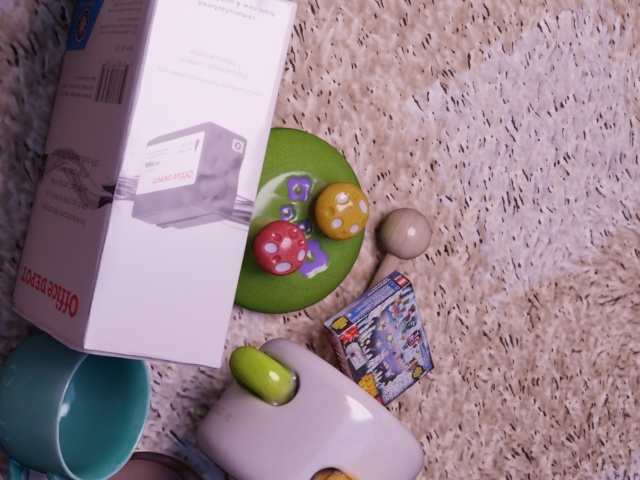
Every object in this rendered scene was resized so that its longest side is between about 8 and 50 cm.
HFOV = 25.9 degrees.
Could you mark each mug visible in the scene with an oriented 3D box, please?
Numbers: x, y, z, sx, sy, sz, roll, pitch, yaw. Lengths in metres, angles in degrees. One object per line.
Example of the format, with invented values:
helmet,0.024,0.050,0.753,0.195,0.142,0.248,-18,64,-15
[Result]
mug,-0.234,0.150,1.222,0.158,0.097,0.129,-49,137,-43

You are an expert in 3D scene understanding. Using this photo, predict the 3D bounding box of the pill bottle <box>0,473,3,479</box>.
pill bottle,-0.333,0.257,1.173,0.162,0.162,0.278,-25,107,-21

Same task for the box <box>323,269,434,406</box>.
box,0.061,0.106,1.387,0.094,0.027,0.137,-36,136,-17

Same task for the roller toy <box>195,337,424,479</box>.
roller toy,-0.012,0.201,1.302,0.209,0.191,0.146,36,80,12

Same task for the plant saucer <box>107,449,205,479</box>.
plant saucer,-0.180,0.278,1.324,0.168,0.029,0.168,-4,99,-27

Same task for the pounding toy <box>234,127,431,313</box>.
pounding toy,0.000,0.000,1.328,0.237,0.110,0.183,33,82,-25

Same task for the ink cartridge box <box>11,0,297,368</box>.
ink cartridge box,-0.148,-0.066,1.184,0.129,0.223,0.307,11,92,-27
